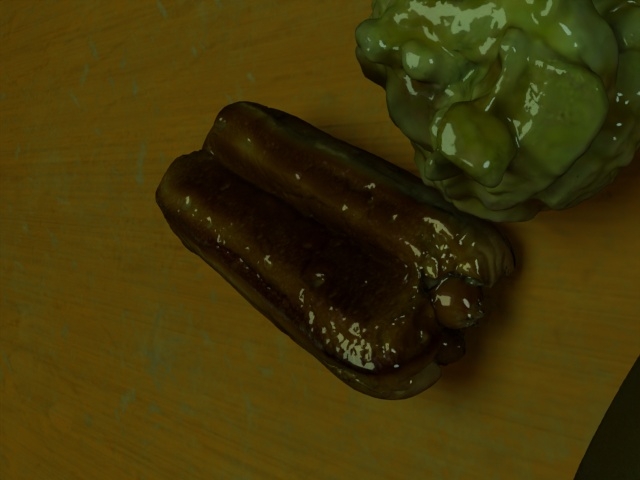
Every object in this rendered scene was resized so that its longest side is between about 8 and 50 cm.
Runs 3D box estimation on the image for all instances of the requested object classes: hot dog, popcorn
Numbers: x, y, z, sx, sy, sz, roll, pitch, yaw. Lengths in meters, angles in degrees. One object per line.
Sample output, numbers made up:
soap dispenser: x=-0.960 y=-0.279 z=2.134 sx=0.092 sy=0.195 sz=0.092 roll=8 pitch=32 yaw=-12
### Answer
hot dog: x=0.000 y=0.000 z=0.754 sx=0.349 sy=0.117 sz=0.158 roll=32 pitch=81 yaw=43
popcorn: x=0.113 y=-0.100 z=0.564 sx=0.167 sy=0.188 sz=0.185 roll=-25 pitch=60 yaw=48

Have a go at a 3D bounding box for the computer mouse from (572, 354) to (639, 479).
computer mouse: x=0.209 y=0.159 z=0.489 sx=0.158 sy=0.072 sz=0.310 roll=40 pitch=116 yaw=51
